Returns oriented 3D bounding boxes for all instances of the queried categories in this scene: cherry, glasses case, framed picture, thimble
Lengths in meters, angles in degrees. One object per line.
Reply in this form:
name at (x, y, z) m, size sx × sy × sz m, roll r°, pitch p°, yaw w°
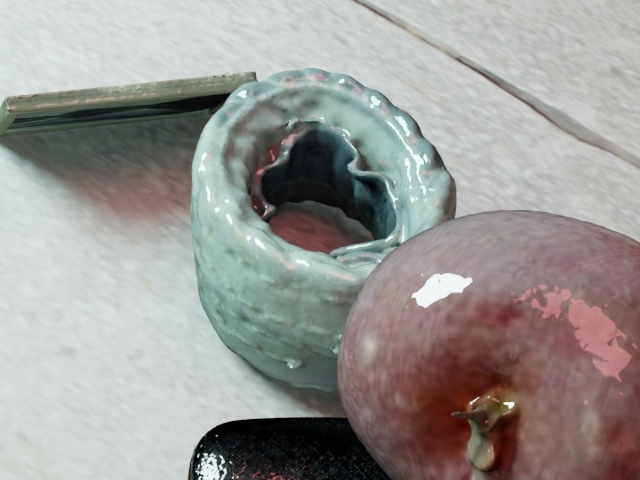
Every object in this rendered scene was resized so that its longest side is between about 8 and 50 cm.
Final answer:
cherry at (0.151, 0.093, 1.013) m, size 0.261 × 0.221 × 0.307 m, roll 26°, pitch 8°, yaw 20°
glasses case at (0.034, 0.185, 1.130) m, size 0.267 × 0.067 × 0.103 m, roll 4°, pitch 55°, yaw -11°
framed picture at (-0.167, -0.111, 1.257) m, size 0.203 × 0.150 × 0.015 m, roll -8°, pitch 88°, yaw -19°
thimble at (0.000, 0.000, 1.198) m, size 0.205 × 0.172 × 0.250 m, roll -16°, pitch 57°, yaw -18°
